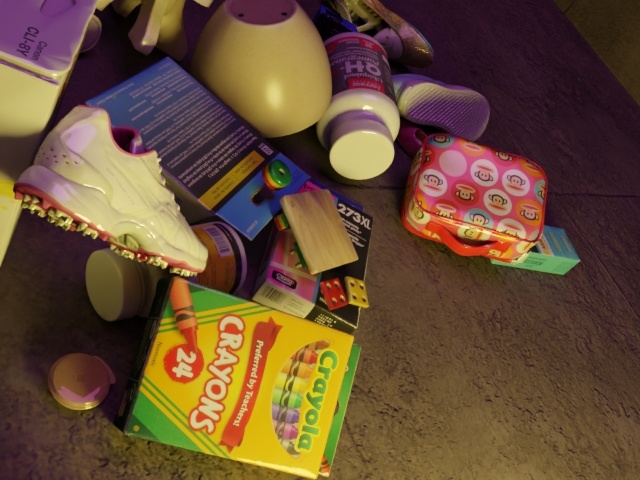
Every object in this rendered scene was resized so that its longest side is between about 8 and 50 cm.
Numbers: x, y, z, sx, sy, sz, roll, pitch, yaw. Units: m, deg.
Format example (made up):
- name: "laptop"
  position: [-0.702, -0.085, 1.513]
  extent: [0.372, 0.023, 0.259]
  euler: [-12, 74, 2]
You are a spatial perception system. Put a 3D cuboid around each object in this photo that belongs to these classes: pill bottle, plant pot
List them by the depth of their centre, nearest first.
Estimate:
- name: "pill bottle"
  position: [-0.220, 0.044, 1.056]
  extent: [0.208, 0.119, 0.119]
  euler: [-13, 62, -44]
- name: "plant pot"
  position: [-0.111, -0.360, 1.386]
  extent: [0.284, 0.191, 0.284]
  euler: [3, 48, -3]
- name: "pill bottle"
  position: [0.073, -0.282, 1.551]
  extent: [0.176, 0.176, 0.319]
  euler: [19, 43, -24]

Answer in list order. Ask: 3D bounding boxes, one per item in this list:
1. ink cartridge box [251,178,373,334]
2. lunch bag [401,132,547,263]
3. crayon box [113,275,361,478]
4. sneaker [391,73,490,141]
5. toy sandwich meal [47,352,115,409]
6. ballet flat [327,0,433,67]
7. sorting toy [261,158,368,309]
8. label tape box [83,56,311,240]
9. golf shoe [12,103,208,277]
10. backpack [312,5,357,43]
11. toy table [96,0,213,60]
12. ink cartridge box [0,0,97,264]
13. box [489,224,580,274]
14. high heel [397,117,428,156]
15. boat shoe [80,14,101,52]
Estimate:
- name: "ink cartridge box"
  position: [0.000, 0.000, 1.321]
  extent: [0.175, 0.069, 0.371]
  euler: [28, 38, -14]
- name: "lunch bag"
  position: [0.323, -0.076, 1.540]
  extent: [0.293, 0.120, 0.258]
  euler: [18, 57, -3]
- name: "crayon box"
  position: [-0.087, 0.190, 0.980]
  extent: [0.318, 0.081, 0.202]
  euler: [20, 76, -22]
- name: "sneaker"
  position: [0.282, -0.345, 1.818]
  extent: [0.366, 0.135, 0.150]
  euler: [11, 22, -47]
- name: "toy sandwich meal"
  position: [-0.306, 0.180, 0.933]
  extent: [0.085, 0.029, 0.086]
  euler: [18, 48, -21]
- name: "ballet flat"
  position: [0.146, -0.565, 1.943]
  extent: [0.348, 0.123, 0.123]
  euler: [47, 40, 8]
- name: "sorting toy"
  position: [-0.009, -0.003, 1.210]
  extent: [0.132, 0.046, 0.275]
  euler: [-15, 79, -55]
- name: "label tape box"
  position: [-0.213, -0.135, 1.241]
  extent: [0.333, 0.106, 0.241]
  euler: [41, 39, -2]
- name: "golf shoe"
  position: [-0.211, -0.048, 0.866]
  extent: [0.115, 0.140, 0.306]
  euler: [14, -13, 25]
- name: "backpack"
  position: [0.034, -0.510, 1.800]
  extent: [0.120, 0.098, 0.101]
  euler: [26, 37, -15]
- name: "toy table"
  position: [-0.320, -0.464, 1.377]
  extent: [0.252, 0.161, 0.274]
  euler: [32, 17, -30]
- name: "ink cartridge box"
  position: [-0.408, -0.163, 0.893]
  extent: [0.160, 0.385, 0.279]
  euler: [21, 42, -21]
- name: "box"
  position: [0.478, 0.010, 1.684]
  extent: [0.244, 0.060, 0.101]
  euler: [9, 48, -33]
- name: "high heel"
  position: [0.274, -0.223, 1.699]
  extent: [0.244, 0.117, 0.082]
  euler: [51, 41, 13]
- name: "boat shoe"
  position: [-0.533, -0.373, 1.228]
  extent: [0.095, 0.112, 0.335]
  euler: [40, 30, 29]
